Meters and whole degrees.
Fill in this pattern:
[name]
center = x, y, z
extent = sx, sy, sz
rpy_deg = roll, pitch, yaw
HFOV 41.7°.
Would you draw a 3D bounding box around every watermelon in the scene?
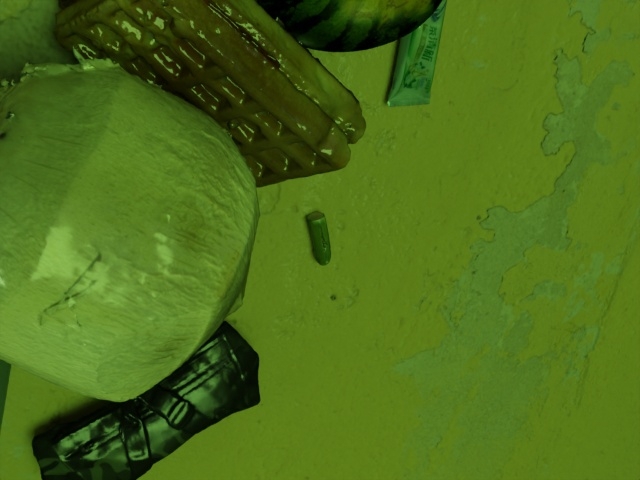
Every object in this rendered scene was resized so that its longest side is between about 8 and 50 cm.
[watermelon]
center = 0.024, -0.341, 0.950
extent = 0.269, 0.269, 0.269
rpy_deg = -12, 118, -24

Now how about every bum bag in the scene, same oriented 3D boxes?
[bum bag]
center = -0.232, 0.252, 1.185
extent = 0.340, 0.095, 0.144
rpy_deg = -31, 109, -15

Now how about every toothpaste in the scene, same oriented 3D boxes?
[toothpaste]
center = 0.146, -0.327, 1.152
extent = 0.075, 0.048, 0.296
rpy_deg = -7, 120, -30

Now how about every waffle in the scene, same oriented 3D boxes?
[waffle]
center = -0.125, -0.188, 0.959
extent = 0.328, 0.224, 0.098
rpy_deg = 38, 59, -37

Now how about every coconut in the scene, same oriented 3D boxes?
[coconut]
center = -0.238, -0.008, 0.905
extent = 0.360, 0.346, 0.346
rpy_deg = 35, 93, -36

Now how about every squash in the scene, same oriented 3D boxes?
[squash]
center = 0.000, 0.000, 1.234
extent = 0.027, 0.027, 0.083
rpy_deg = -23, 123, -18

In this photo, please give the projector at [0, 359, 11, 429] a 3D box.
[projector]
center = -0.451, 0.140, 0.911
extent = 0.198, 0.250, 0.108
rpy_deg = 26, 136, -35
